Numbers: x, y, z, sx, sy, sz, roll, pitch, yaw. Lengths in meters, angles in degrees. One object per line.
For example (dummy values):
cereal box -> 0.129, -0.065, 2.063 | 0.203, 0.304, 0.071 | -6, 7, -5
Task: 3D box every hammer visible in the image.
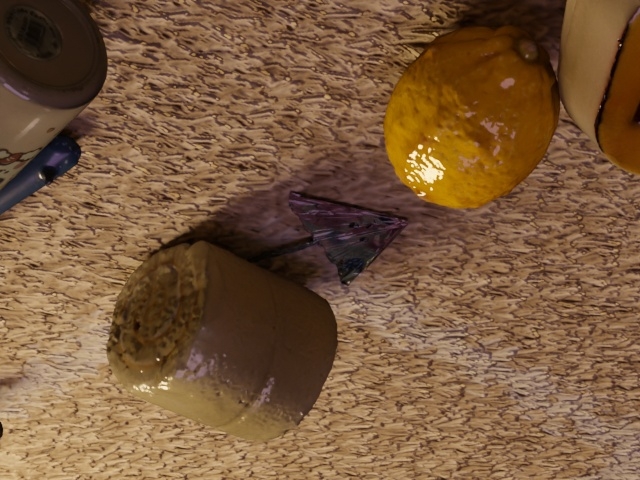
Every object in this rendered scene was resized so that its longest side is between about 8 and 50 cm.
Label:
hammer -> -0.263, -0.029, 1.280 | 0.194, 0.069, 0.116 | -30, 136, 24

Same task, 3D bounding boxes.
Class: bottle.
bottle -> -0.252, -0.083, 1.153 | 0.110, 0.110, 0.233 | 24, 139, -31

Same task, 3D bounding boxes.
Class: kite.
kite -> 0.000, 0.000, 1.365 | 0.157, 0.011, 0.139 | -15, 140, 18

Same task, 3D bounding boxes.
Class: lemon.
lemon -> 0.106, -0.088, 1.145 | 0.114, 0.114, 0.155 | 13, 137, -18

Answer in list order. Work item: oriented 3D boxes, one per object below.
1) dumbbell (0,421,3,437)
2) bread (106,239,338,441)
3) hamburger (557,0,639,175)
dumbbell -> -0.416, 0.203, 1.596 | 0.254, 0.081, 0.081 | -13, 144, 21
bread -> -0.083, 0.086, 1.375 | 0.141, 0.134, 0.148 | 26, 142, -32
hamburger -> 0.242, -0.135, 1.068 | 0.173, 0.116, 0.210 | 2, 138, -2
